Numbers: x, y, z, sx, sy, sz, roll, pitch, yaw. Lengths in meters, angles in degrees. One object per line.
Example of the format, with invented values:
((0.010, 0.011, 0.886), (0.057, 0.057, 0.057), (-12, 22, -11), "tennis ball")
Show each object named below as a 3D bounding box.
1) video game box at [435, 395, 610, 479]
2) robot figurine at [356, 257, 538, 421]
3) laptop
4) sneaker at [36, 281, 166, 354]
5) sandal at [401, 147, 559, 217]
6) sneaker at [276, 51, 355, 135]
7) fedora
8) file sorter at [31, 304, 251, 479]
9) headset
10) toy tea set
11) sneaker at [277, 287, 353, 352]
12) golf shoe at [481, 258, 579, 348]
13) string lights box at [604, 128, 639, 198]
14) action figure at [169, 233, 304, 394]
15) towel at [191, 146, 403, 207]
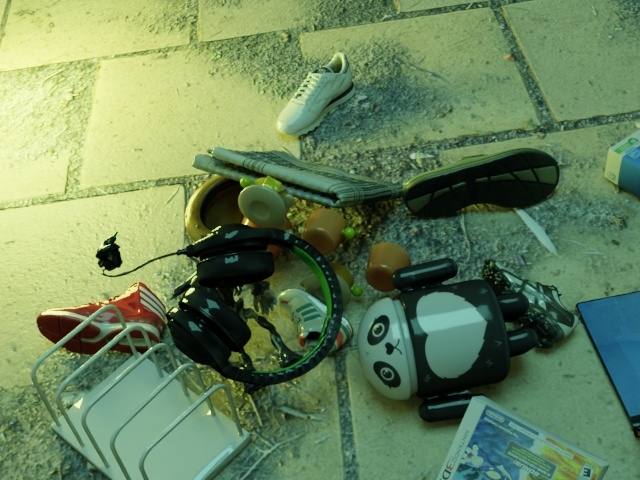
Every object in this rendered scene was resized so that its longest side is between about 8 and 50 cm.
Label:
((0.267, 0.345, 1.343), (0.205, 0.048, 0.187), (25, 99, 30), "video game box")
((0.196, 0.156, 1.527), (0.278, 0.173, 0.209), (-11, 37, -2), "robot figurine")
((0.642, 0.144, 1.439), (0.382, 0.408, 0.236), (-11, 79, -2), "laptop")
((-0.382, 0.133, 1.719), (0.221, 0.087, 0.128), (10, 38, 2), "sneaker")
((0.303, -0.122, 1.837), (0.303, 0.120, 0.086), (-7, 31, 2), "sandal")
((-0.018, -0.315, 2.088), (0.090, 0.094, 0.235), (26, 56, 28), "sneaker")
((-0.165, -0.044, 1.850), (0.195, 0.079, 0.194), (-5, 53, 7), "fedora")
((-0.283, 0.259, 1.501), (0.278, 0.173, 0.193), (29, 57, 31), "file sorter")
((-0.164, 0.084, 1.527), (0.394, 0.185, 0.243), (20, 75, -8), "headset")
((0.000, 0.000, 1.691), (0.336, 0.200, 0.124), (29, 43, -1), "toy tea set")
((-0.024, 0.141, 1.659), (0.161, 0.057, 0.075), (29, 51, 29), "sneaker")
((0.354, 0.100, 1.641), (0.094, 0.077, 0.198), (-19, 52, -25), "golf shoe")
((0.675, -0.110, 1.788), (0.133, 0.076, 0.260), (-31, 49, -23), "string lights box")
((-0.146, 0.125, 1.633), (0.164, 0.141, 0.275), (-30, 69, -8), "action figure")
((-0.035, -0.129, 1.812), (0.324, 0.056, 0.312), (16, 13, 24), "towel")
